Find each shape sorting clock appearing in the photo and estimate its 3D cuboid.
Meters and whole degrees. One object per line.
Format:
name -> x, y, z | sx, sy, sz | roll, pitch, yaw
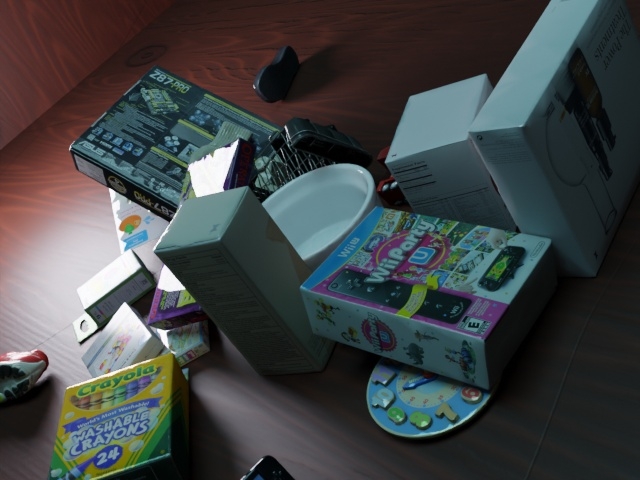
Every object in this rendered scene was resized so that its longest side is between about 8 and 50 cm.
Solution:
shape sorting clock -> 0.159, 0.194, 1.293 | 0.206, 0.040, 0.206 | -25, 31, 16

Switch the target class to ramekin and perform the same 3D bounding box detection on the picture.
ramekin -> 0.000, 0.000, 1.631 | 0.277, 0.135, 0.277 | -24, 32, 16

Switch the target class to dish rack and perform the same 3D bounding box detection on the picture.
dish rack -> -0.056, -0.120, 1.772 | 0.271, 0.208, 0.074 | -44, 53, 28

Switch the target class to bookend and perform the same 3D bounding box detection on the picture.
bookend -> -0.013, -0.202, 1.912 | 0.072, 0.156, 0.157 | -10, 37, 35

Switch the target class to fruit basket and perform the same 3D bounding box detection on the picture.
fruit basket -> -0.357, -0.155, 2.166 | 0.327, 0.165, 0.353 | -24, 40, 2

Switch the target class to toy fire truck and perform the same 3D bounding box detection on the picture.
toy fire truck -> 0.170, -0.134, 1.721 | 0.192, 0.047, 0.135 | -14, 42, 50

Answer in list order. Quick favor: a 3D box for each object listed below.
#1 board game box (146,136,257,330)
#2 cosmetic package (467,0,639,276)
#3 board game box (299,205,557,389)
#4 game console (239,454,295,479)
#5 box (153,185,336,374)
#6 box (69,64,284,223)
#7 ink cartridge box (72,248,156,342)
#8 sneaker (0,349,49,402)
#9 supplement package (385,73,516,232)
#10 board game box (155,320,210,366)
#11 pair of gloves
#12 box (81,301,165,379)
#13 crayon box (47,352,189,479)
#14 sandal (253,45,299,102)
board game box -> -0.225, -0.009, 1.722 | 0.208, 0.056, 0.347 | -14, 58, 48
cosmetic package -> 0.387, -0.175, 1.362 | 0.097, 0.284, 0.377 | 1, 45, 42
board game box -> 0.158, 0.071, 1.330 | 0.303, 0.097, 0.224 | 12, 43, 35
game console -> -0.071, 0.380, 1.210 | 0.144, 0.124, 0.085 | -44, 5, -17
box -> -0.106, 0.072, 1.451 | 0.148, 0.311, 0.121 | -8, 41, 35
box -> -0.310, -0.203, 2.054 | 0.395, 0.097, 0.318 | 27, 61, 15
ink cartridge box -> -0.468, 0.119, 1.981 | 0.209, 0.062, 0.109 | -38, 31, -6
sneaker -> -0.689, 0.293, 1.939 | 0.279, 0.107, 0.118 | -12, 18, 27
supplement package -> 0.236, -0.129, 1.521 | 0.149, 0.203, 0.194 | -13, 37, 32
board game box -> -0.264, 0.180, 1.733 | 0.103, 0.026, 0.154 | -29, 31, 8
pair of gloves -> -0.161, -0.147, 1.947 | 0.240, 0.042, 0.204 | 29, 60, 12
box -> -0.385, 0.216, 1.757 | 0.145, 0.038, 0.186 | -52, 33, -3
crayon box -> -0.326, 0.306, 1.503 | 0.203, 0.083, 0.323 | -19, 28, 2
sandal -> -0.122, -0.436, 2.425 | 0.054, 0.097, 0.254 | -15, 25, 28
